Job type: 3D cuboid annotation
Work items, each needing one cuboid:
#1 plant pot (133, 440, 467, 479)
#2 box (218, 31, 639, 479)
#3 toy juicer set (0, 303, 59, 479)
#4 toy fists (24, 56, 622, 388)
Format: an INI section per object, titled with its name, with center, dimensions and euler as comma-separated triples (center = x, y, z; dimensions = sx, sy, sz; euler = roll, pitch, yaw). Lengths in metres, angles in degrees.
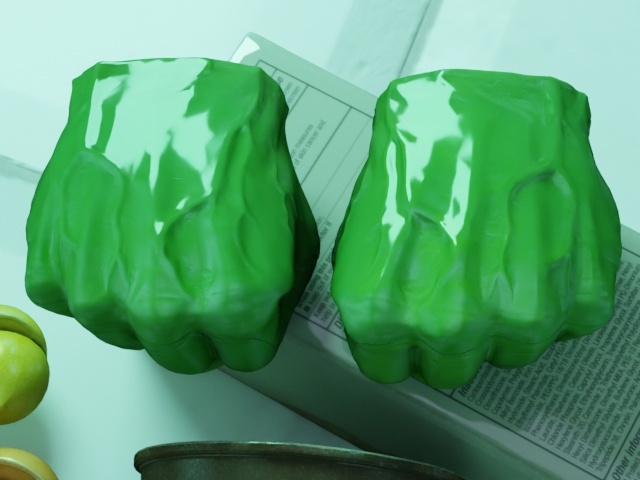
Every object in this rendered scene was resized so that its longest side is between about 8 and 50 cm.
[plant pot]
center = -0.015, 0.192, 0.946
dimensions = 0.167, 0.167, 0.165
euler = 4, 74, 1
[box]
center = 0.058, 0.037, 1.027
dimensions = 0.311, 0.121, 0.148
euler = 30, 70, 12
[toy juicer set]
center = -0.255, 0.066, 1.023
dimensions = 0.209, 0.089, 0.329
euler = -30, 66, -8
[toy fists]
center = 0.000, 0.000, 0.927
dimensions = 0.279, 0.096, 0.142
euler = 4, 57, 3
